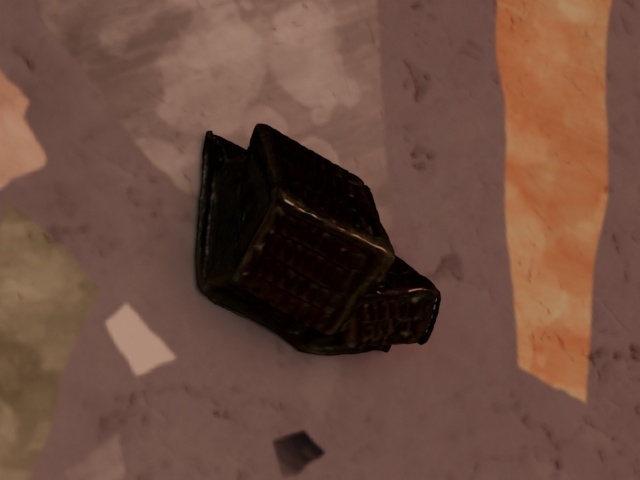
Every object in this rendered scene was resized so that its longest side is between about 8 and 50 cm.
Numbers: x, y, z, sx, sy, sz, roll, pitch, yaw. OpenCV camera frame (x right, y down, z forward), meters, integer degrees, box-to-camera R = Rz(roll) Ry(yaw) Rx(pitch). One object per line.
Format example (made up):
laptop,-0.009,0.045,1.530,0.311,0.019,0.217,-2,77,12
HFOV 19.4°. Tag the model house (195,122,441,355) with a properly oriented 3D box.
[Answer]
model house,0.006,0.003,1.125,0.165,0.152,0.106,26,74,-17
